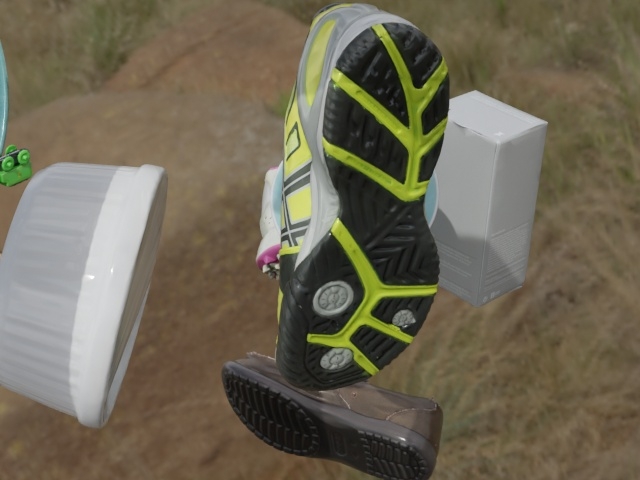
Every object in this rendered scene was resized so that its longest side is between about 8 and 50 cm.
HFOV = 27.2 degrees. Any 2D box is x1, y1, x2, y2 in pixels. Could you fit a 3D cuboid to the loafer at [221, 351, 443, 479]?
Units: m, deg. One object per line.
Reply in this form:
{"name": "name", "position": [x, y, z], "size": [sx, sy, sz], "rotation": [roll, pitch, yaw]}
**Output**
{"name": "loafer", "position": [0.022, 0.249, 1.956], "size": [0.366, 0.134, 0.130], "rotation": [19, 44, 24]}

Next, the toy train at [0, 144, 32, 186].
{"name": "toy train", "position": [-0.207, -0.034, 0.794], "size": [0.017, 0.024, 0.083], "rotation": [21, 36, 33]}

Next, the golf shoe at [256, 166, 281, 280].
{"name": "golf shoe", "position": [0.000, 0.000, 1.636], "size": [0.115, 0.306, 0.140], "rotation": [-10, 72, 10]}

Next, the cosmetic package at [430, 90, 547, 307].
{"name": "cosmetic package", "position": [0.193, -0.052, 1.649], "size": [0.107, 0.238, 0.127], "rotation": [-20, 39, -39]}

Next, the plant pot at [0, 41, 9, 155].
{"name": "plant pot", "position": [-0.432, -0.111, 1.027], "size": [0.235, 0.293, 0.293], "rotation": [-5, 34, 38]}

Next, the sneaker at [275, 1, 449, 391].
{"name": "sneaker", "position": [0.029, -0.035, 1.220], "size": [0.145, 0.385, 0.147], "rotation": [1, 29, -21]}

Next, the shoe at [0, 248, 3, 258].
{"name": "shoe", "position": [-0.424, 0.036, 1.694], "size": [0.219, 0.058, 0.076], "rotation": [23, 1, 9]}

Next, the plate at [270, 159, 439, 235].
{"name": "plate", "position": [0.038, -0.046, 1.467], "size": [0.188, 0.024, 0.188], "rotation": [-3, 65, 7]}

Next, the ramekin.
{"name": "ramekin", "position": [-0.246, 0.046, 1.340], "size": [0.127, 0.273, 0.273], "rotation": [13, 35, -3]}
